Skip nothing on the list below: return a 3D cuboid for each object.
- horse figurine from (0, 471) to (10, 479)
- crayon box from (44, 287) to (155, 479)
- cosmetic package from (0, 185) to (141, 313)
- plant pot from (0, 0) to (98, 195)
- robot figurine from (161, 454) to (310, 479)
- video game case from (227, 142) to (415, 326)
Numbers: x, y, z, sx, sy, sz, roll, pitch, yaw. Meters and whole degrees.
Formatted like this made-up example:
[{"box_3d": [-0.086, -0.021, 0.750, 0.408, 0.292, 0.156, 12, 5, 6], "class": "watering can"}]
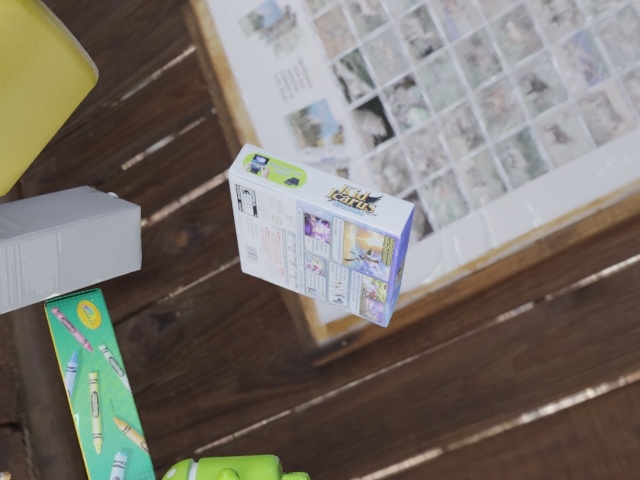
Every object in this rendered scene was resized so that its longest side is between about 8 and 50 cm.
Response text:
[{"box_3d": [-0.532, 0.261, 1.164, 0.263, 0.066, 0.174, 28, 8, 28], "class": "horse figurine"}, {"box_3d": [-0.301, 0.226, 1.213, 0.165, 0.081, 0.278, 112, -40, -63], "class": "crayon box"}, {"box_3d": [-0.360, 0.007, 1.139, 0.238, 0.127, 0.107, -15, 117, -47], "class": "cosmetic package"}, {"box_3d": [-0.309, -0.152, 0.699, 0.212, 0.212, 0.187, 45, 9, 28], "class": "plant pot"}, {"box_3d": [-0.064, 0.188, 0.627, 0.101, 0.115, 0.067, 82, 5, -80], "class": "robot figurine"}, {"box_3d": [0.000, 0.000, 1.247, 0.269, 0.244, 0.061, 91, 24, -59], "class": "video game case"}]
